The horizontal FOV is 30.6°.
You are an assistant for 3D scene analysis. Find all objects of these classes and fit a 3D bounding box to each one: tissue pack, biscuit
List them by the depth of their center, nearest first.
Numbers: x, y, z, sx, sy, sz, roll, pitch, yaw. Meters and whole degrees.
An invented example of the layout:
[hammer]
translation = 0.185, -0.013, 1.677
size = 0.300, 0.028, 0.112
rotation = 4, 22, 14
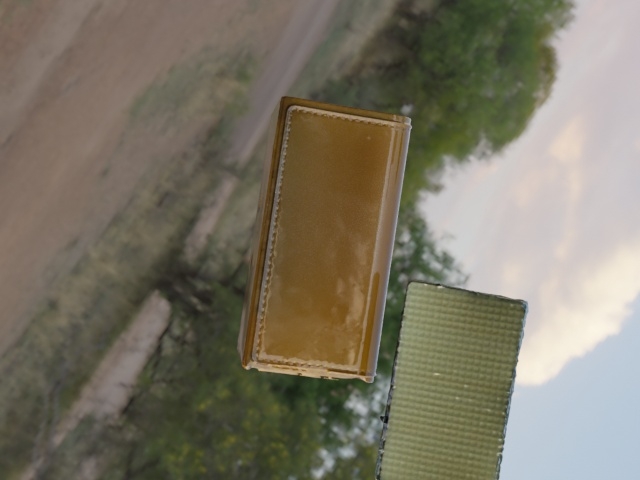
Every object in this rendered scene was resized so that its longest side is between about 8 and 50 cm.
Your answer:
[biscuit]
translation = 0.124, 0.144, 1.116
size = 0.040, 0.121, 0.199
rotation = 8, 92, -78
[tissue pack]
translation = 0.000, 0.000, 1.242
size = 0.194, 0.145, 0.274
rotation = -167, -95, -86
